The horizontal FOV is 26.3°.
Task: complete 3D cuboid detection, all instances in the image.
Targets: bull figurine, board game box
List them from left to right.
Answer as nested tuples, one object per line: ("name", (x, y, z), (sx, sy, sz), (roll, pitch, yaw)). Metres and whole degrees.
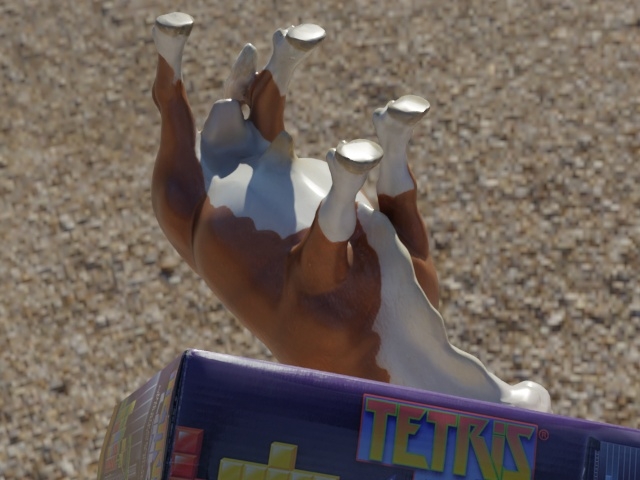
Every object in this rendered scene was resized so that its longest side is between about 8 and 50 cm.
("bull figurine", (0.000, 0.000, 0.746), (0.101, 0.188, 0.310), (-20, 38, -34))
("board game box", (0.027, 0.076, 0.397), (0.170, 0.141, 0.048), (12, 73, -14))
